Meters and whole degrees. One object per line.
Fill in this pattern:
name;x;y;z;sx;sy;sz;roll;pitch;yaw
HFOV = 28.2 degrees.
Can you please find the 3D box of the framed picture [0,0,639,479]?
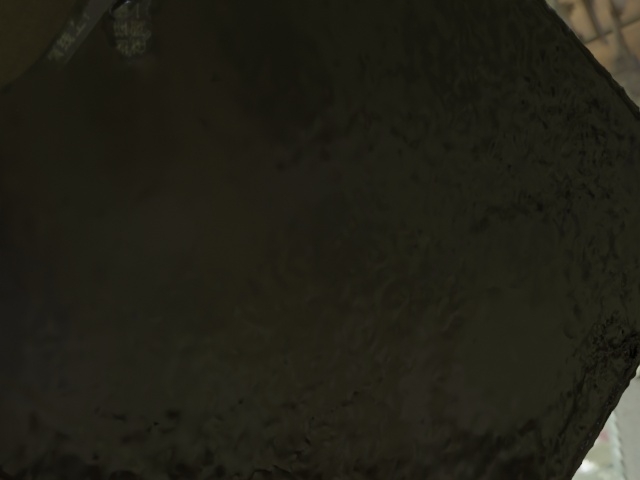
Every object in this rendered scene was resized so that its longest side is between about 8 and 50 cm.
framed picture;0.000;0.000;0.432;0.244;0.324;0.013;-56;32;-10
